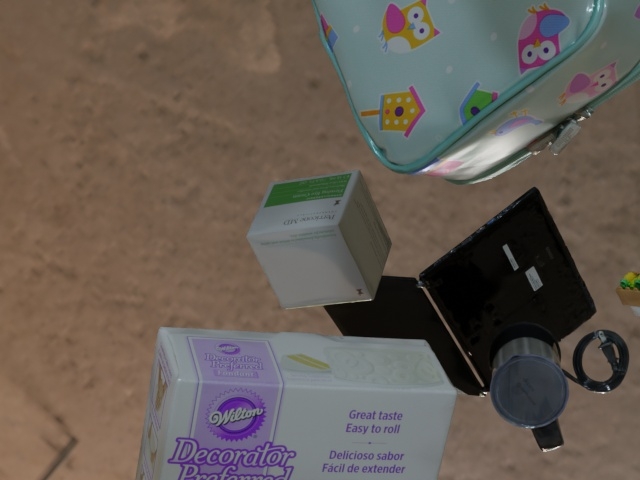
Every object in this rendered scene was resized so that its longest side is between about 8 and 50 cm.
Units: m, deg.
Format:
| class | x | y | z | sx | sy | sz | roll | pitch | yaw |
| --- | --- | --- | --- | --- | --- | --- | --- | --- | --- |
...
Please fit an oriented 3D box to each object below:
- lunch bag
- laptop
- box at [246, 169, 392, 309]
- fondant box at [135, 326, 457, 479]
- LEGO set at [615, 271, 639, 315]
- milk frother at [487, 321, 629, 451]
| class | x | y | z | sx | sy | sz | roll | pitch | yaw |
| --- | --- | --- | --- | --- | --- | --- | --- | --- | --- |
| lunch bag | 0.107 | -0.186 | 1.008 | 0.224 | 0.108 | 0.279 | -35 | 62 | 30 |
| laptop | 0.157 | 0.062 | 1.759 | 0.136 | 0.264 | 0.234 | 48 | 174 | 48 |
| box | 0.000 | 0.000 | 1.429 | 0.101 | 0.087 | 0.102 | -7 | 129 | 25 |
| fondant box | -0.038 | 0.243 | 1.278 | 0.238 | 0.096 | 0.330 | 4 | 113 | -16 |
| LEGO set | 0.407 | 0.071 | 1.591 | 0.107 | 0.132 | 0.287 | 32 | -166 | -34 |
| milk frother | 0.264 | 0.145 | 1.633 | 0.143 | 0.135 | 0.129 | -38 | 97 | 12 |
